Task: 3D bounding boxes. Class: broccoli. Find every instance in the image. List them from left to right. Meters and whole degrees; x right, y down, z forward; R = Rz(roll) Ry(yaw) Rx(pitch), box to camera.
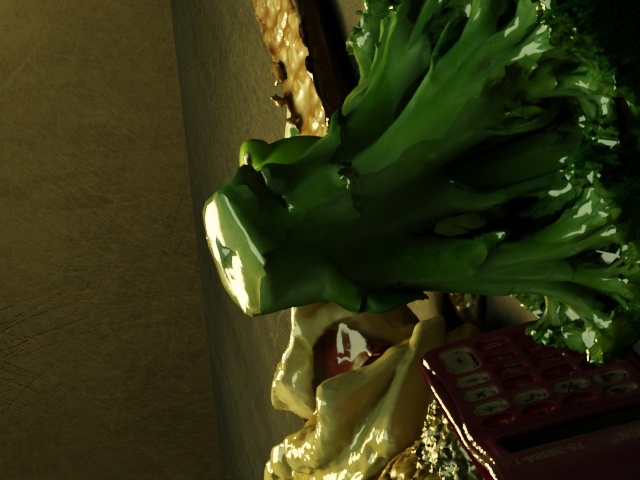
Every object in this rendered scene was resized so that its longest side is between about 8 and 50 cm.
[{"bbox_3d":[0.061,-0.052,0.840,0.269,0.269,0.254,-132,20,-72],"label":"broccoli"}]

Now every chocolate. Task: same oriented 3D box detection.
[{"bbox_3d":[-0.016,-0.204,1.714,0.102,0.065,0.329,120,145,-43],"label":"chocolate"}]

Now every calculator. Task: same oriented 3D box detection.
[{"bbox_3d":[0.140,0.099,0.944,0.190,0.126,0.034,-120,17,-67],"label":"calculator"}]

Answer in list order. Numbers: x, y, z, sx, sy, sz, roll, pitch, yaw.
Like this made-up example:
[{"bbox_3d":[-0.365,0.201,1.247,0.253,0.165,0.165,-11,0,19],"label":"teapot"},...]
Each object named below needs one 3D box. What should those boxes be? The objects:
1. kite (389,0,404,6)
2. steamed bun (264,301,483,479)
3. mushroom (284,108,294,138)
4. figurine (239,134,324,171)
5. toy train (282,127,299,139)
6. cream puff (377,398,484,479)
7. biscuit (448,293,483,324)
[{"bbox_3d":[0.088,-0.233,0.758,0.323,0.013,0.268,17,85,47],"label":"kite"},{"bbox_3d":[0.026,0.132,1.391,0.247,0.189,0.428,-56,-7,-23],"label":"steamed bun"},{"bbox_3d":[-0.030,-0.143,1.943,0.068,0.043,0.306,49,150,39],"label":"mushroom"},{"bbox_3d":[0.000,0.000,1.590,0.162,0.143,0.263,18,149,32],"label":"figurine"},{"bbox_3d":[0.003,-0.048,1.755,0.104,0.071,0.178,-84,-16,-87],"label":"toy train"},{"bbox_3d":[0.130,0.162,1.036,0.183,0.183,0.169,-126,51,-69],"label":"cream puff"},{"bbox_3d":[0.105,-0.040,1.292,0.126,0.025,0.206,-115,19,-59],"label":"biscuit"}]
